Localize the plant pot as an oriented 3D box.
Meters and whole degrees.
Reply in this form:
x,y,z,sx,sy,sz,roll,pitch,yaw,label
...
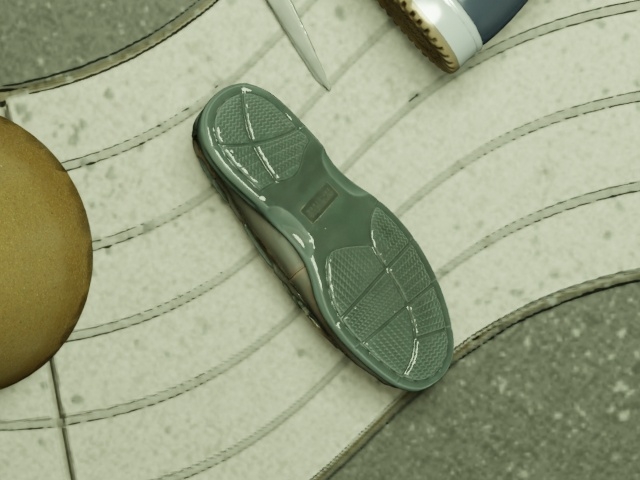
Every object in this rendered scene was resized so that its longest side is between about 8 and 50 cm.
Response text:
x,y,z,sx,sy,sz,roll,pitch,yaw,label
-0.312,0.023,0.919,0.237,0.254,0.237,1,97,7,plant pot

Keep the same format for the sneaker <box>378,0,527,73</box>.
x,y,z,sx,sy,sz,roll,pitch,yaw,label
0.061,-0.271,0.927,0.153,0.099,0.282,-39,85,1,sneaker

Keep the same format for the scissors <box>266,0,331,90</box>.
x,y,z,sx,sy,sz,roll,pitch,yaw,label
-0.063,-0.251,0.968,0.109,0.021,0.297,-42,91,21,scissors

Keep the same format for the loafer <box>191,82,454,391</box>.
x,y,z,sx,sy,sz,roll,pitch,yaw,label
0.000,0.000,0.984,0.096,0.084,0.267,-39,96,-22,loafer
